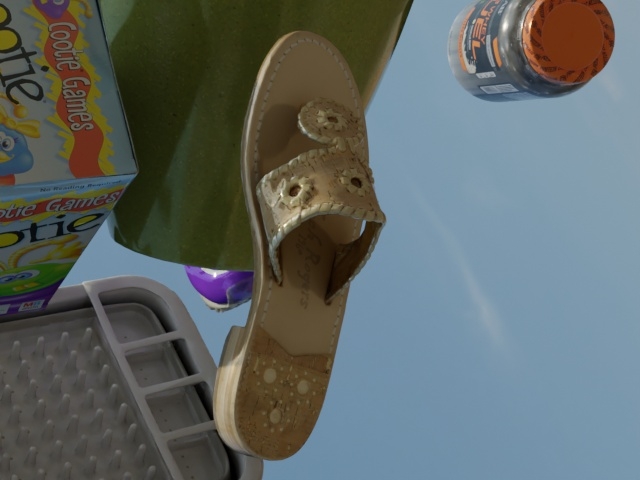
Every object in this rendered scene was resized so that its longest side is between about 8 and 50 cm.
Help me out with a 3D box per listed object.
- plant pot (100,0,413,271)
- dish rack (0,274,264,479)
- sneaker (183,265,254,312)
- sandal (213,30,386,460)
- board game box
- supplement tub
[{"bbox_3d":[-0.069,-0.135,0.954,0.275,0.293,0.275,11,-169,-2],"label":"plant pot"},{"bbox_3d":[-0.248,0.173,1.191,0.333,0.072,0.285,-9,-129,-31],"label":"dish rack"},{"bbox_3d":[-0.119,-0.059,1.221,0.146,0.102,0.293,53,-170,-37],"label":"sneaker"},{"bbox_3d":[0.005,0.001,0.691,0.088,0.079,0.240,15,-99,-36],"label":"sandal"},{"bbox_3d":[-0.233,-0.050,0.836,0.142,0.275,0.144,-8,-106,-26],"label":"board game box"},{"bbox_3d":[0.214,-0.202,1.314,0.117,0.117,0.190,49,170,-14],"label":"supplement tub"}]
